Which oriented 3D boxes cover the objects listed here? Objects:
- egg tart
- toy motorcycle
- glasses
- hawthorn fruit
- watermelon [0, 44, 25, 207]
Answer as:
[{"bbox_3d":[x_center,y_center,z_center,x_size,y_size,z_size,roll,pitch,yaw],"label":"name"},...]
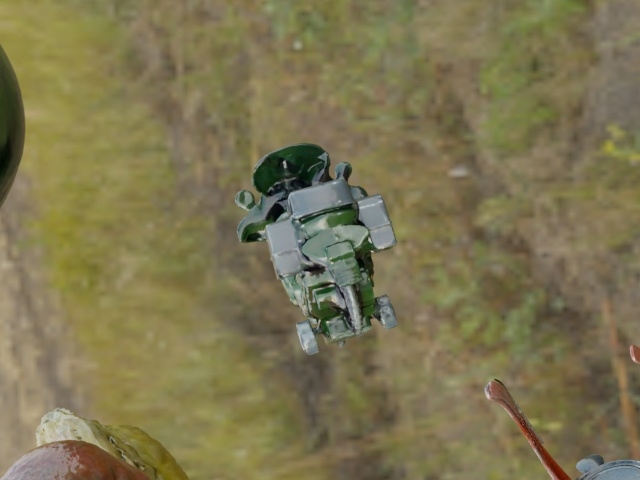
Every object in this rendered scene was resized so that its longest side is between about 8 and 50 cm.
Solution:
[{"bbox_3d":[-0.245,0.345,2.349,0.341,0.129,0.341,43,152,30],"label":"egg tart"},{"bbox_3d":[0.000,0.000,1.573,0.275,0.124,0.187,132,120,-83],"label":"toy motorcycle"},{"bbox_3d":[0.328,0.189,1.974,0.234,0.268,0.118,-15,37,30],"label":"glasses"},{"bbox_3d":[-0.297,0.337,1.967,0.262,0.210,0.211,-25,64,28],"label":"hawthorn fruit"},{"bbox_3d":[-0.349,-0.089,1.403,0.242,0.242,0.242,177,90,-69],"label":"watermelon"}]
